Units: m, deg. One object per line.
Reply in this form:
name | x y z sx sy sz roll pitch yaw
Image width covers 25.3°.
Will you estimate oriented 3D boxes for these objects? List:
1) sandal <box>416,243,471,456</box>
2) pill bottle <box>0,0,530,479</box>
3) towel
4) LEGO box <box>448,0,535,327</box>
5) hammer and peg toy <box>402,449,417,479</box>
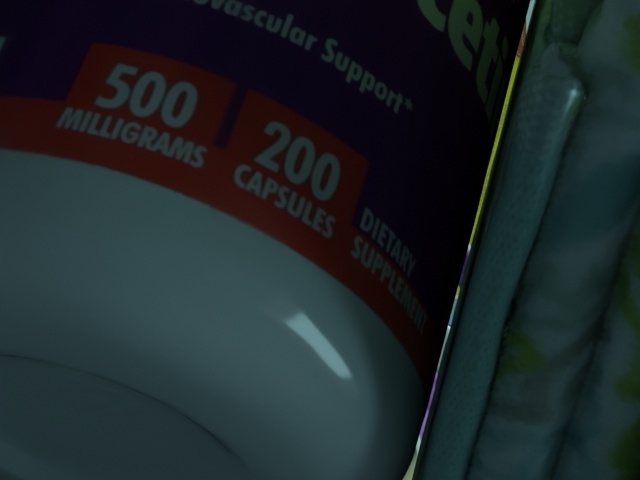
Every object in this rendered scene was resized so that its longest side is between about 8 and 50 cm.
sandal | 0.078 0.033 0.917 0.416 0.102 0.169 77 12 -54
pill bottle | -0.024 -0.075 0.479 0.181 0.181 0.323 78 25 -56
towel | 0.092 0.033 0.514 0.320 0.090 0.374 -66 169 -57
LEGO box | 0.216 0.003 1.348 0.372 0.193 0.500 49 60 -75
hammer and peg toy | -0.014 0.218 0.705 0.266 0.127 0.361 -45 141 -40
